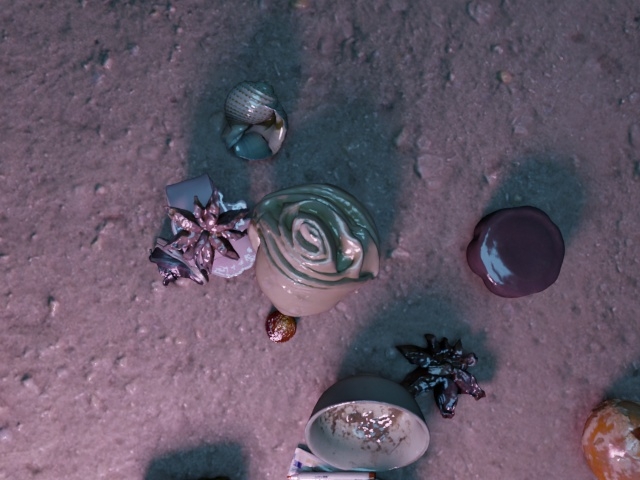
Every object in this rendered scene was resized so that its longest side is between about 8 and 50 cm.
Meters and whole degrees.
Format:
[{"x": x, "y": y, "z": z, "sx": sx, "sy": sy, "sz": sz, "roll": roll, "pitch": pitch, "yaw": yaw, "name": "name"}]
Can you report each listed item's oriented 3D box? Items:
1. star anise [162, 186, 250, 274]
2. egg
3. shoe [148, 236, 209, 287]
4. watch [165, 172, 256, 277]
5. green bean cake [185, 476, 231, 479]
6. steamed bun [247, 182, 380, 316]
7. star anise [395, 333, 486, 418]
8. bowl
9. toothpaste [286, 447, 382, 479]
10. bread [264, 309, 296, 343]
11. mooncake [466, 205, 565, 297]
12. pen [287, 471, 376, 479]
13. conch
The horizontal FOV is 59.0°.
[{"x": -0.241, "y": -0.024, "z": 1.190, "sx": 0.195, "sy": 0.065, "sz": 0.183, "roll": 28, "pitch": 102, "yaw": -18, "name": "star anise"}, {"x": 0.748, "y": 0.507, "z": 1.394, "sx": 0.194, "sy": 0.195, "sz": 0.234, "roll": 4, "pitch": 85, "yaw": -4, "name": "egg"}, {"x": -0.359, "y": 0.072, "z": 1.398, "sx": 0.169, "sy": 0.071, "sz": 0.099, "roll": 38, "pitch": 87, "yaw": 3, "name": "shoe"}, {"x": -0.253, "y": -0.032, "z": 1.333, "sx": 0.196, "sy": 0.231, "sz": 0.244, "roll": -18, "pitch": 84, "yaw": -9, "name": "watch"}, {"x": -0.314, "y": 0.696, "z": 1.310, "sx": 0.249, "sy": 0.156, "sz": 0.247, "roll": -6, "pitch": 85, "yaw": -5, "name": "green bean cake"}, {"x": 0.003, "y": 0.010, "z": 1.330, "sx": 0.324, "sy": 0.219, "sz": 0.310, "roll": -15, "pitch": 86, "yaw": -23, "name": "steamed bun"}, {"x": 0.297, "y": 0.339, "z": 1.417, "sx": 0.219, "sy": 0.099, "sz": 0.214, "roll": -12, "pitch": 77, "yaw": -5, "name": "star anise"}, {"x": 0.111, "y": 0.412, "z": 1.348, "sx": 0.289, "sy": 0.146, "sz": 0.289, "roll": 2, "pitch": 129, "yaw": 3, "name": "bowl"}, {"x": 0.077, "y": 0.601, "z": 1.402, "sx": 0.314, "sy": 0.056, "sz": 0.058, "roll": 18, "pitch": 41, "yaw": 2, "name": "toothpaste"}, {"x": -0.100, "y": 0.214, "z": 1.413, "sx": 0.084, "sy": 0.053, "sz": 0.085, "roll": 0, "pitch": 86, "yaw": -5, "name": "bread"}, {"x": 0.491, "y": 0.029, "z": 1.436, "sx": 0.244, "sy": 0.133, "sz": 0.245, "roll": 0, "pitch": 85, "yaw": -4, "name": "mooncake"}, {"x": 0.026, "y": 0.575, "z": 1.373, "sx": 0.217, "sy": 0.026, "sz": 0.026, "roll": -2, "pitch": 86, "yaw": 6, "name": "pen"}, {"x": -0.162, "y": -0.306, "z": 1.412, "sx": 0.172, "sy": 0.200, "sz": 0.131, "roll": 28, "pitch": 45, "yaw": -15, "name": "conch"}]
